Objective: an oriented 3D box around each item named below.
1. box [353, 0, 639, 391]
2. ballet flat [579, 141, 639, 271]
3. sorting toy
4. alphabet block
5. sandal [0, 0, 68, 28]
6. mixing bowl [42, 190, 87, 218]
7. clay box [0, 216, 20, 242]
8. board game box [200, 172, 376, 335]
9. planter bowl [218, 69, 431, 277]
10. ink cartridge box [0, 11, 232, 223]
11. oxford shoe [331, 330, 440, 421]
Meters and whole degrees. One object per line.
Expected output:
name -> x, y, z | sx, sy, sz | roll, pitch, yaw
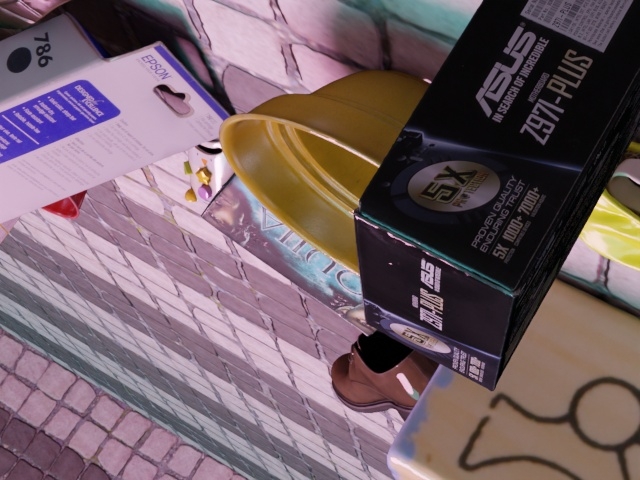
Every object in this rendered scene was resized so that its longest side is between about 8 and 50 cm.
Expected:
box -> 0.094, -0.040, 0.612 | 0.077, 0.180, 0.147 | 28, 163, 14
ballet flat -> 0.232, 0.004, 0.681 | 0.231, 0.077, 0.077 | 25, 145, 31
sorting toy -> -0.095, -0.067, 1.157 | 0.083, 0.045, 0.075 | 24, 142, 30
alphabet block -> 0.190, 0.161, 0.992 | 0.197, 0.192, 0.193 | 28, 165, 22
sandal -> -0.214, -0.209, 0.940 | 0.219, 0.060, 0.090 | -8, 138, 44
mixing bowl -> -0.281, -0.113, 1.251 | 0.181, 0.098, 0.181 | 30, 164, 10
clay box -> -0.427, -0.087, 1.549 | 0.053, 0.127, 0.222 | 23, 160, 30
board game box -> 0.000, 0.000, 1.105 | 0.186, 0.026, 0.126 | 36, 143, -8
planter bowl -> 0.048, -0.046, 0.840 | 0.217, 0.090, 0.217 | 30, 164, 10
ink cartridge box -> -0.246, -0.086, 1.051 | 0.333, 0.065, 0.165 | -19, 155, 11
oxford shoe -> 0.066, 0.127, 1.352 | 0.096, 0.083, 0.227 | 57, 157, -12
